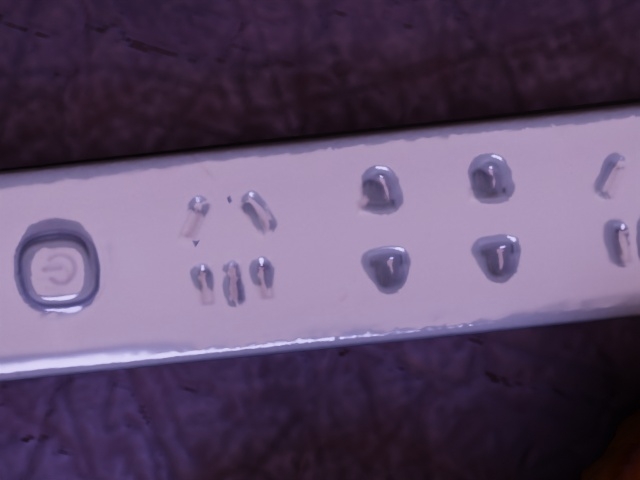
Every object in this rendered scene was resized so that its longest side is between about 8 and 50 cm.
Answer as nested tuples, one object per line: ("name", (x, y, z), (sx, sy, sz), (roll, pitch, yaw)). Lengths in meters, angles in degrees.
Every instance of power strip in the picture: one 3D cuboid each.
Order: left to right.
("power strip", (0.000, 0.000, 0.828), (0.385, 0.062, 0.091), (-6, 93, -2))

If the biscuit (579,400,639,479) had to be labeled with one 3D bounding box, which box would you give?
("biscuit", (0.189, 0.199, 0.785), (0.317, 0.040, 0.318), (5, 81, -37))
